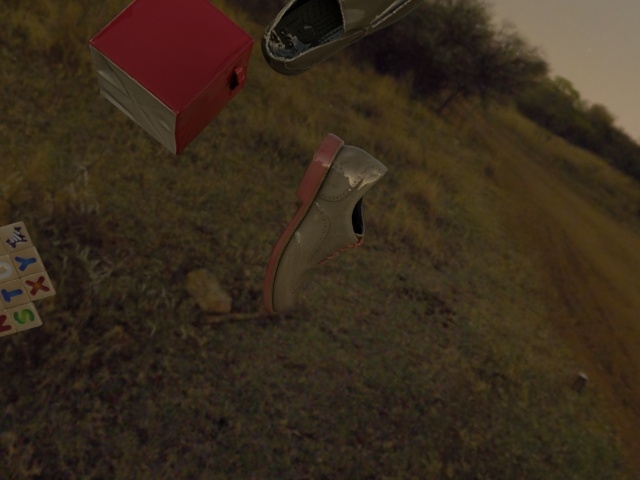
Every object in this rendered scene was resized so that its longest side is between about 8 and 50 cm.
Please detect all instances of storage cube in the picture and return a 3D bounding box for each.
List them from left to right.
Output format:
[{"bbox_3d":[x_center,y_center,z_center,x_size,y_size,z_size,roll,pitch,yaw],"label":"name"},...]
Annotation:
[{"bbox_3d":[-0.256,-0.300,1.209,0.215,0.193,0.183,39,-19,0],"label":"storage cube"}]

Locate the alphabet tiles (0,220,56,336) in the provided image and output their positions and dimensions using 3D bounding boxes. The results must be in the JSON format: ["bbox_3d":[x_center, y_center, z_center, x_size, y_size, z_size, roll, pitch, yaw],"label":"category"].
[{"bbox_3d":[-0.747,0.083,1.471,0.343,0.285,0.011,-16,19,5],"label":"alphabet tiles"}]

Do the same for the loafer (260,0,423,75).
[{"bbox_3d":[0.037,-0.262,0.768,0.094,0.251,0.087,51,18,-9],"label":"loafer"}]

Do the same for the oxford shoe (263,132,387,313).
[{"bbox_3d":[0.000,0.000,1.178,0.130,0.348,0.123,25,30,3],"label":"oxford shoe"}]
